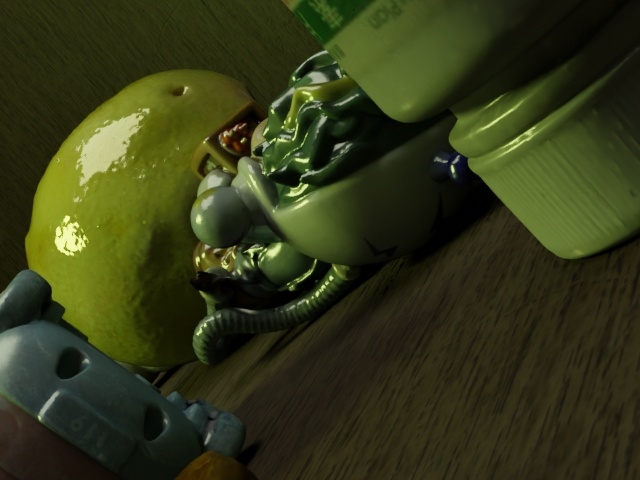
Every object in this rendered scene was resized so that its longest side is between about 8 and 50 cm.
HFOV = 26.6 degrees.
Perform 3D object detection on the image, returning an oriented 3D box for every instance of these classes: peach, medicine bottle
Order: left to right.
[{"bbox_3d":[-0.160,-0.017,1.471,0.315,0.281,0.314,-44,-8,-16],"label":"peach"},{"bbox_3d":[0.078,-0.169,0.698,0.208,0.340,0.208,-42,6,5],"label":"medicine bottle"}]

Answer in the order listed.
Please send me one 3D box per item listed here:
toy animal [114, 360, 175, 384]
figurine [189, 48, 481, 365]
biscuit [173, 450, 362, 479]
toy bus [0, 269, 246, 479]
[{"bbox_3d":[-0.186,0.097,1.696,0.221,0.104,0.131,-41,5,11],"label":"toy animal"},{"bbox_3d":[0.001,-0.054,1.137,0.261,0.186,0.382,-51,8,-29],"label":"figurine"},{"bbox_3d":[-0.085,0.203,0.483,0.283,0.064,0.432,-55,9,-24],"label":"biscuit"},{"bbox_3d":[-0.206,0.168,0.982,0.232,0.197,0.294,-55,10,-10],"label":"toy bus"}]
